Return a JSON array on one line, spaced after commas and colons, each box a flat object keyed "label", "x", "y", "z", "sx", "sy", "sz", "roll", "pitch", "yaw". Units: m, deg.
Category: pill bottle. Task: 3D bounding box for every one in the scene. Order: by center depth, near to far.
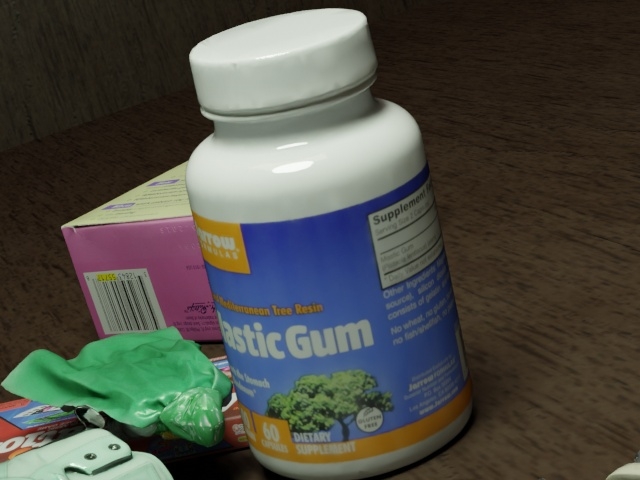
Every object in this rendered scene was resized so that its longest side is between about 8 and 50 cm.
[{"label": "pill bottle", "x": 0.000, "y": 0.000, "z": 1.142, "sx": 0.152, "sy": 0.272, "sz": 0.152, "roll": -12, "pitch": 19, "yaw": 4}]

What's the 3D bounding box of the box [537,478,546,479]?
[{"label": "box", "x": 0.108, "y": 0.164, "z": 0.913, "sx": 0.094, "sy": 0.027, "sz": 0.137, "roll": -21, "pitch": 14, "yaw": -18}]

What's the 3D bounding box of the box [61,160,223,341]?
[{"label": "box", "x": -0.060, "y": -0.009, "z": 1.601, "sx": 0.213, "sy": 0.117, "sz": 0.243, "roll": -4, "pitch": 19, "yaw": 42}]

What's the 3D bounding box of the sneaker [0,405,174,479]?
[{"label": "sneaker", "x": -0.144, "y": 0.165, "z": 1.075, "sx": 0.151, "sy": 0.094, "sz": 0.256, "roll": -20, "pitch": 15, "yaw": -23}]

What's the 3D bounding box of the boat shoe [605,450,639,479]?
[{"label": "boat shoe", "x": 0.216, "y": 0.124, "z": 0.846, "sx": 0.065, "sy": 0.075, "sz": 0.206, "roll": -27, "pitch": 12, "yaw": -25}]

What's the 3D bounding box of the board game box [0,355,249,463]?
[{"label": "board game box", "x": -0.147, "y": 0.134, "z": 1.336, "sx": 0.281, "sy": 0.027, "sz": 0.145, "roll": -13, "pitch": 16, "yaw": 15}]

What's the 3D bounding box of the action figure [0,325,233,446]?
[{"label": "action figure", "x": -0.118, "y": 0.105, "z": 1.233, "sx": 0.137, "sy": 0.063, "sz": 0.232, "roll": -23, "pitch": 13, "yaw": -22}]
